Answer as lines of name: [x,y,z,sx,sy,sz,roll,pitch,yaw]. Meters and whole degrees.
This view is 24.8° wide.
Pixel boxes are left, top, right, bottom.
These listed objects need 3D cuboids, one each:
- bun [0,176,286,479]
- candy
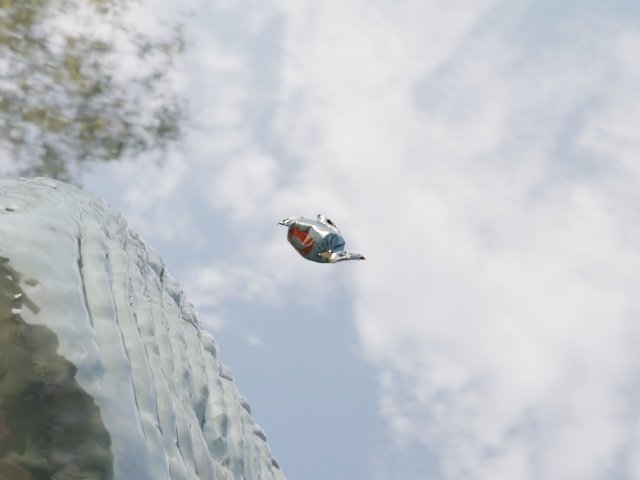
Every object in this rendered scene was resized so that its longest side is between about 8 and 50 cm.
bun: [-0.112,0.144,0.628,0.194,0.354,0.354,-25,-106,5]
candy: [0.000,-0.001,0.866,0.083,0.030,0.020,-141,-126,-62]
